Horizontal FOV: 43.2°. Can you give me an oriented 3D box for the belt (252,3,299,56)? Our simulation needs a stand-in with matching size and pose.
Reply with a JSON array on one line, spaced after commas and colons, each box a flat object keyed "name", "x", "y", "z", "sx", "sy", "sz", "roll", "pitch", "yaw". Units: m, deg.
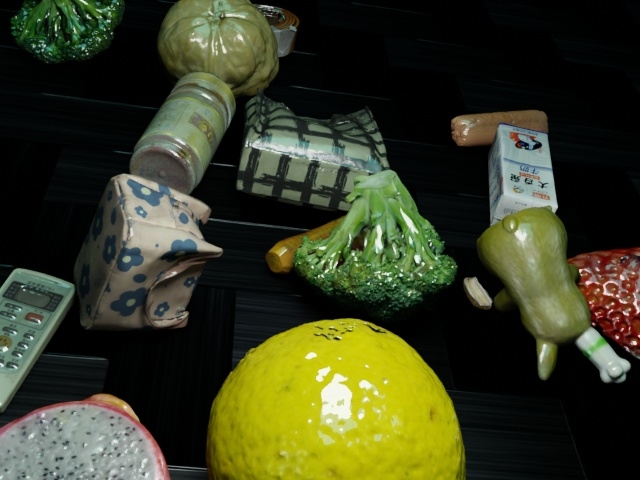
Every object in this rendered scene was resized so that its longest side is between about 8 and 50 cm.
[{"name": "belt", "x": -0.191, "y": -0.581, "z": 2.248, "sx": 0.261, "sy": 0.105, "sz": 0.184, "roll": 0, "pitch": 43, "yaw": -16}]

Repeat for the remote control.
[{"name": "remote control", "x": -0.513, "y": 0.159, "z": 1.328, "sx": 0.123, "sy": 0.038, "sz": 0.285, "roll": 16, "pitch": 39, "yaw": 3}]

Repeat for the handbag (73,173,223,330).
[{"name": "handbag", "x": -0.293, "y": 0.033, "z": 1.378, "sx": 0.193, "sy": 0.251, "sz": 0.190, "roll": 8, "pitch": 39, "yaw": -33}]

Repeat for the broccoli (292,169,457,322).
[{"name": "broccoli", "x": 0.103, "y": 0.018, "z": 1.498, "sx": 0.307, "sy": 0.275, "sz": 0.308, "roll": -10, "pitch": 22, "yaw": 4}]

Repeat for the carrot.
[{"name": "carrot", "x": 0.000, "y": 0.000, "z": 1.631, "sx": 0.260, "sy": 0.070, "sz": 0.070, "roll": -26, "pitch": 53, "yaw": -38}]

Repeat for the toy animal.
[{"name": "toy animal", "x": 0.430, "y": 0.114, "z": 1.541, "sx": 0.181, "sy": 0.363, "sz": 0.180, "roll": -23, "pitch": 0, "yaw": 7}]

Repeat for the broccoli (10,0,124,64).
[{"name": "broccoli", "x": -0.640, "y": -0.579, "z": 1.995, "sx": 0.297, "sy": 0.297, "sz": 0.298, "roll": -3, "pitch": 69, "yaw": 8}]

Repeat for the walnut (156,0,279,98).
[{"name": "walnut", "x": -0.247, "y": -0.462, "z": 1.955, "sx": 0.282, "sy": 0.277, "sz": 0.253, "roll": -28, "pitch": 76, "yaw": -7}]

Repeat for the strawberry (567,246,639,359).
[{"name": "strawberry", "x": 0.647, "y": 0.084, "z": 1.649, "sx": 0.280, "sy": 0.150, "sz": 0.253, "roll": 38, "pitch": 48, "yaw": 24}]

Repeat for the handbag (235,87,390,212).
[{"name": "handbag", "x": -0.018, "y": -0.207, "z": 1.815, "sx": 0.325, "sy": 0.163, "sz": 0.327, "roll": 10, "pitch": 31, "yaw": -9}]

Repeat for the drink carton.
[{"name": "drink carton", "x": 0.472, "y": -0.148, "z": 1.910, "sx": 0.130, "sy": 0.107, "sz": 0.315, "roll": 12, "pitch": 39, "yaw": 1}]

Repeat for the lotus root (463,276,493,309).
[{"name": "lotus root", "x": 0.311, "y": 0.111, "z": 1.615, "sx": 0.037, "sy": 0.030, "sz": 0.083, "roll": -10, "pitch": 43, "yaw": -17}]

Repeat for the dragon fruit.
[{"name": "dragon fruit", "x": -0.327, "y": 0.362, "z": 1.035, "sx": 0.290, "sy": 0.189, "sz": 0.291, "roll": 1, "pitch": 42, "yaw": -1}]

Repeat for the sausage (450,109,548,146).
[{"name": "sausage", "x": 0.468, "y": -0.291, "z": 2.095, "sx": 0.289, "sy": 0.086, "sz": 0.086, "roll": -7, "pitch": 43, "yaw": -24}]

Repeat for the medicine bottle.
[{"name": "medicine bottle", "x": -0.296, "y": -0.228, "z": 1.758, "sx": 0.151, "sy": 0.151, "sz": 0.322, "roll": 14, "pitch": 39, "yaw": 1}]

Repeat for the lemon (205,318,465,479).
[{"name": "lemon", "x": 0.024, "y": 0.292, "z": 1.082, "sx": 0.349, "sy": 0.350, "sz": 0.387, "roll": -7, "pitch": 53, "yaw": -23}]
